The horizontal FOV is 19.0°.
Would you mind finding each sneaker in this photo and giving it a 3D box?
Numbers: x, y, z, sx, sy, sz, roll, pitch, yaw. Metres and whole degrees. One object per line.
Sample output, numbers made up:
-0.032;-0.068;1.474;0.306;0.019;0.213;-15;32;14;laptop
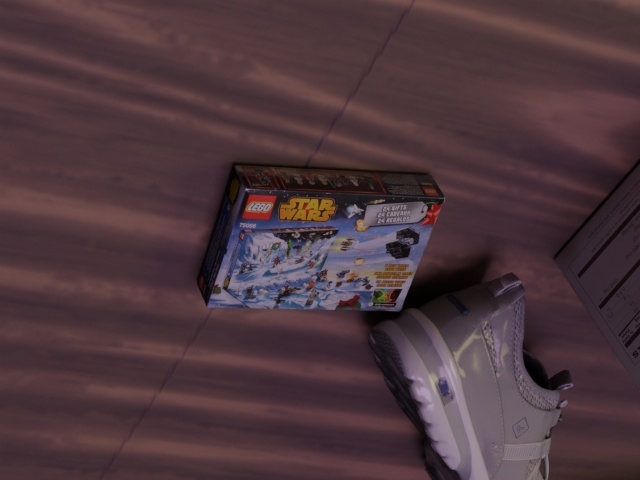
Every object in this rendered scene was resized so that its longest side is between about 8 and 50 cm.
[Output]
0.132;0.137;1.314;0.115;0.105;0.281;-31;136;-6;sneaker

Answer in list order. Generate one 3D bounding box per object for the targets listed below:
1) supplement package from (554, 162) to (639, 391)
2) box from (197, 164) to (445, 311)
0.332;0.027;1.281;0.262;0.145;0.204;24;115;-35;supplement package
0.000;0.000;1.195;0.137;0.027;0.094;3;127;-25;box
